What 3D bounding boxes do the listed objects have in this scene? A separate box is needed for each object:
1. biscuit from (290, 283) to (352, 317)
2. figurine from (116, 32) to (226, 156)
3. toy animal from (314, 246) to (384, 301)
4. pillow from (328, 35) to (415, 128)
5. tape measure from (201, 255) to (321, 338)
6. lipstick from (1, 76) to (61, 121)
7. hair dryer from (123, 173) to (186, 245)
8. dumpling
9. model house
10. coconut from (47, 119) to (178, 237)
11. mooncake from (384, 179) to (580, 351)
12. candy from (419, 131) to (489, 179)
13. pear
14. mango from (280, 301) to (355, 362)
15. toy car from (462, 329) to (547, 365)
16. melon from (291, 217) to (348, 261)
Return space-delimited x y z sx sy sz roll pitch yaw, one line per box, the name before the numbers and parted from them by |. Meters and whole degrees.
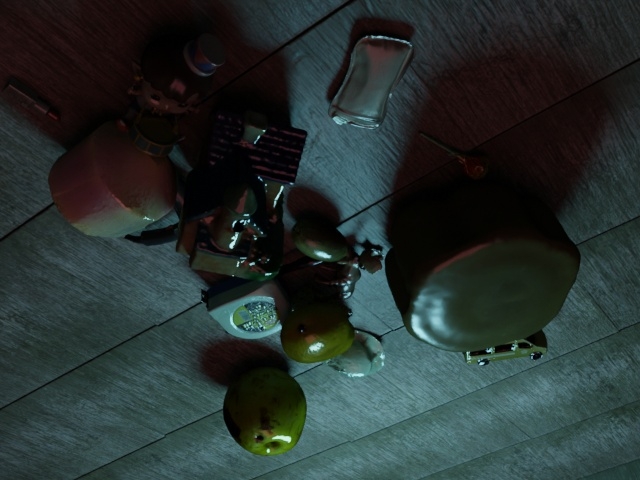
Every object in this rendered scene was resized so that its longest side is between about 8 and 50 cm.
biscuit | -0.017 0.201 2.163 0.144 0.016 0.203 -34 132 27
figurine | -0.289 -0.298 1.465 0.161 0.158 0.275 8 138 -29
toy animal | 0.076 0.084 2.001 0.186 0.093 0.214 2 145 -2
pillow | 0.103 -0.327 1.570 0.131 0.038 0.232 10 135 -13
tape measure | -0.123 0.146 2.033 0.351 0.098 0.215 -21 135 12
lipstick | -0.585 -0.282 1.542 0.030 0.030 0.129 -32 132 26
hair dryer | -0.381 -0.042 1.807 0.272 0.091 0.235 -20 127 21
dumpling | 0.102 0.356 2.285 0.219 0.108 0.152 9 137 -20
model house | -0.155 -0.117 1.574 0.245 0.312 0.280 14 137 -17
coconut | -0.424 -0.130 1.606 0.245 0.233 0.233 -22 136 28
mooncake | 0.393 0.065 1.877 0.467 0.262 0.467 -6 137 -5
candy | 0.308 -0.202 1.736 0.201 0.060 0.060 26 130 -20
pear | -0.173 0.532 2.333 0.284 0.283 0.283 -3 138 -3
mango | -0.007 0.263 2.076 0.195 0.142 0.331 -31 156 -1
toy car | 0.558 0.300 2.283 0.257 0.101 0.124 -9 135 5
melon | 0.000 0.000 1.878 0.162 0.099 0.099 26 129 -33
